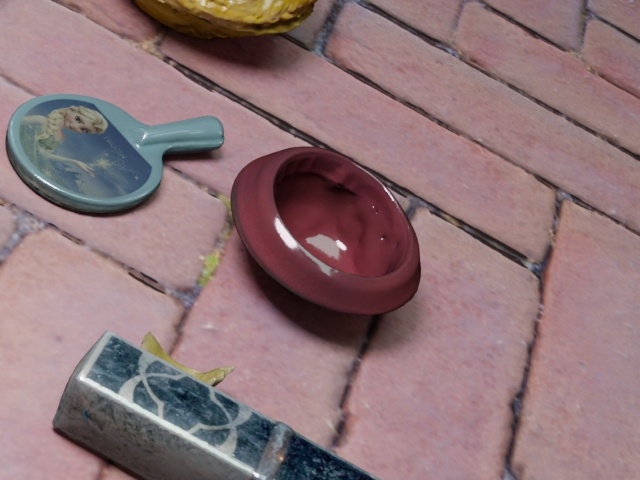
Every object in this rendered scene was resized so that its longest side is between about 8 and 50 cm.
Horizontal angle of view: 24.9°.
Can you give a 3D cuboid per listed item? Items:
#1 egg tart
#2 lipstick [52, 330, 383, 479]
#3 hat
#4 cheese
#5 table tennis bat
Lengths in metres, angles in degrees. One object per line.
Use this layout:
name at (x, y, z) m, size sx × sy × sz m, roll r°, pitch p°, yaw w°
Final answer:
egg tart at (-0.134, -0.319, 1.642) m, size 0.294 × 0.123 × 0.294 m, roll 17°, pitch 40°, yaw -15°
lipstick at (-0.071, 0.176, 1.154) m, size 0.289 × 0.076 × 0.077 m, roll 28°, pitch 38°, yaw -2°
hat at (0.000, 0.000, 1.400) m, size 0.205 × 0.089 × 0.205 m, roll 19°, pitch 43°, yaw -19°
cheese at (-0.116, 0.117, 1.219) m, size 0.084 × 0.041 × 0.060 m, roll 13°, pitch 31°, yaw -1°
table tennis bat at (-0.193, -0.092, 1.409) m, size 0.237 × 0.038 × 0.149 m, roll -11°, pitch 54°, yaw -40°
